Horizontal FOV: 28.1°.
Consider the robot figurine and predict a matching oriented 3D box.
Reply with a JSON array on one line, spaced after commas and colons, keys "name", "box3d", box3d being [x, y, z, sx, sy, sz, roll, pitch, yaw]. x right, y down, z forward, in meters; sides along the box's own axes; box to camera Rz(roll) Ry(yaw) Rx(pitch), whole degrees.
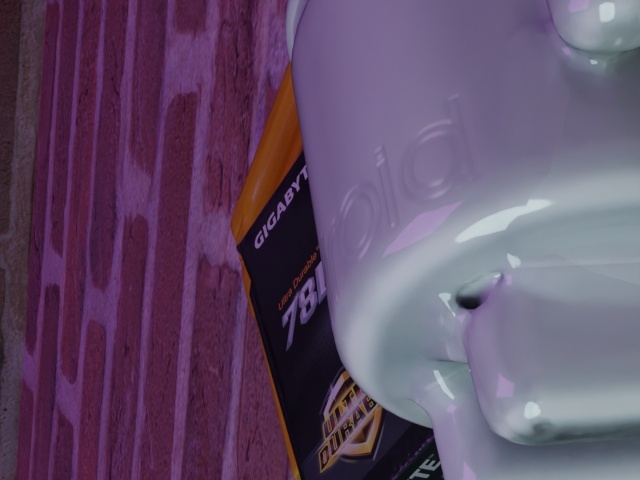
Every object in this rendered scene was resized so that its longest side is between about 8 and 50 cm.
[{"name": "robot figurine", "box3d": [0.091, -0.051, 0.590, 0.300, 0.199, 0.353, 104, 162, -51]}]

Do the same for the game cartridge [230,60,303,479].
[{"name": "game cartridge", "box3d": [0.000, 0.000, 1.120, 0.324, 0.052, 0.285, -110, 32, -41]}]

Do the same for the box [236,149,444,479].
[{"name": "box", "box3d": [0.067, 0.007, 0.845, 0.295, 0.073, 0.293, -52, 38, 30]}]
